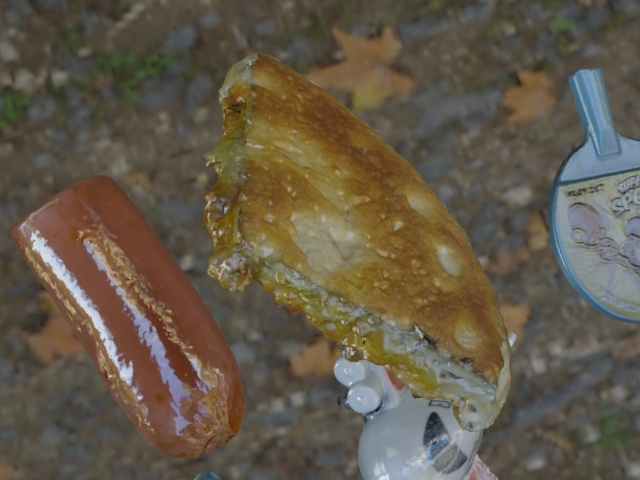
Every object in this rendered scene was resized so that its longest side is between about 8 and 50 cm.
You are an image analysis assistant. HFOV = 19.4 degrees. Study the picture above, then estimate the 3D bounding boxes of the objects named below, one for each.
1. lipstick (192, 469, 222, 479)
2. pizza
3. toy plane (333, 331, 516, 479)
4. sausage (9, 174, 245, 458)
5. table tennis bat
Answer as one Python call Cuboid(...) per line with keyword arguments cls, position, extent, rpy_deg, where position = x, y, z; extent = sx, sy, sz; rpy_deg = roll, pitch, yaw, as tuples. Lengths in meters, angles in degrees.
Cuboid(cls="lipstick", position=(-0.070, 0.299, 1.935), extent=(0.048, 0.158, 0.048), rpy_deg=(-48, 162, -21))
Cuboid(cls="pizza", position=(0.000, 0.000, 1.283), extent=(0.226, 0.335, 0.086), rpy_deg=(-11, 147, -45))
Cuboid(cls="toy plane", position=(0.110, 0.168, 1.774), extent=(0.118, 0.252, 0.252), rpy_deg=(-33, 145, 32))
Cuboid(cls="sausage", position=(-0.157, 0.069, 1.630), extent=(0.113, 0.259, 0.113), rpy_deg=(-34, 173, -5))
Cuboid(cls="table tennis bat", position=(0.177, -0.027, 1.110), extent=(0.100, 0.155, 0.019), rpy_deg=(-10, 171, -20))
